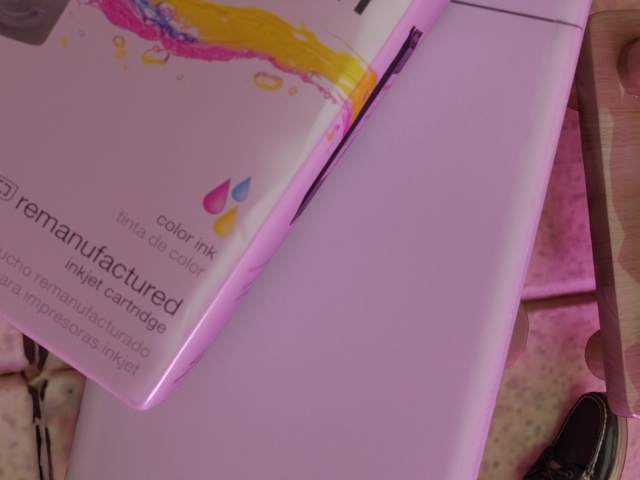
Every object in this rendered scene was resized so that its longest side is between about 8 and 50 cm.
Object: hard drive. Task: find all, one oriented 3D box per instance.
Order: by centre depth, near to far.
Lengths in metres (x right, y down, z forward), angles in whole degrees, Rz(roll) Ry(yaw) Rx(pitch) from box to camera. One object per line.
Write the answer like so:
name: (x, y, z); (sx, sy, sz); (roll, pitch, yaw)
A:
hard drive: (0.000, 0.000, 0.683); (0.233, 0.047, 0.353); (14, 95, 12)

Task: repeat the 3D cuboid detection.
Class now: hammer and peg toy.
hammer and peg toy: (0.236, -0.027, 0.760); (0.361, 0.127, 0.266); (-5, 90, -21)

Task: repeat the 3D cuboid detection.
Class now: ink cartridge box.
ink cartridge box: (-0.081, -0.107, 0.592); (0.226, 0.131, 0.306); (34, 96, 2)

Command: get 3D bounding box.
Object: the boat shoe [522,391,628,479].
boat shoe: (0.165, 0.174, 0.829); (0.049, 0.056, 0.152); (18, 93, -27)
